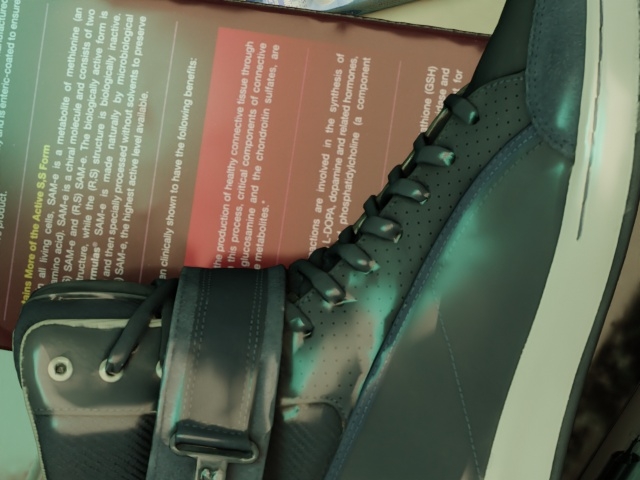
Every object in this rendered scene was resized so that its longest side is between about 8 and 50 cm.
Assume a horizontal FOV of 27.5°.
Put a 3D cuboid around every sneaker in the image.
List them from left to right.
[{"bbox_3d":[0.000,0.001,0.381,0.163,0.086,0.226,13,95,1],"label":"sneaker"}]

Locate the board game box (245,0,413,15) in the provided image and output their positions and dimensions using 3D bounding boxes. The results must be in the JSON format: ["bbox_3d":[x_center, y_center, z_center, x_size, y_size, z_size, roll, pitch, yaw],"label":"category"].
[{"bbox_3d":[0.007,-0.132,0.510,0.090,0.020,0.090,-15,83,0],"label":"board game box"}]

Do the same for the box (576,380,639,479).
[{"bbox_3d":[0.168,0.037,0.406,0.087,0.169,0.290,33,85,6],"label":"box"}]

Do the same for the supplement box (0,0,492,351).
[{"bbox_3d":[-0.029,-0.016,0.463,0.239,0.073,0.130,9,92,4],"label":"supplement box"}]
